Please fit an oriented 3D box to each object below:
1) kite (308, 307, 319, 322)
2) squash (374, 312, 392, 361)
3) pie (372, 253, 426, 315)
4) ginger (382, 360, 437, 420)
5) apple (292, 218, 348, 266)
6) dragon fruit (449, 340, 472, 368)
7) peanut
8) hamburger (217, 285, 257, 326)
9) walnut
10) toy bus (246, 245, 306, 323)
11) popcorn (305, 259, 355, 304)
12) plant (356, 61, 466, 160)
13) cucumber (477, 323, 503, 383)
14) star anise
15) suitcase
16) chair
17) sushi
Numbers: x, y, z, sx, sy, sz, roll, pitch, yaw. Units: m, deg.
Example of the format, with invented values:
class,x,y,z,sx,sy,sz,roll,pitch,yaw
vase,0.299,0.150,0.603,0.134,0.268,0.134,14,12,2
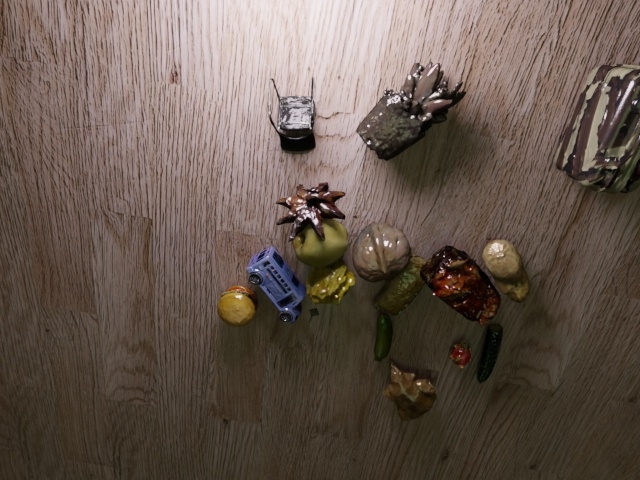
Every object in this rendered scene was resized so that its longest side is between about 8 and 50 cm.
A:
class,x,y,z,sx,sy,sz,roll,pitch,yaw
kite,-0.028,0.310,1.772,0.044,0.002,0.078,5,115,2
squash,0.257,0.398,1.751,0.069,0.069,0.258,2,122,4
pie,0.314,0.184,1.651,0.128,0.068,0.283,27,118,-11
ginger,0.373,0.634,1.828,0.218,0.123,0.270,-23,112,17
apple,0.000,0.000,1.521,0.199,0.200,0.200,2,116,4
dragon fruit,0.577,0.461,1.755,0.086,0.081,0.116,22,116,5
peanut,0.674,0.112,1.549,0.122,0.137,0.253,-26,114,17
hamburger,-0.330,0.262,1.710,0.161,0.115,0.162,2,113,4
walnut,0.211,0.043,1.506,0.223,0.224,0.225,2,116,4
toy bus,-0.151,0.172,1.649,0.133,0.125,0.292,-30,108,17
popcorn,0.038,0.163,1.603,0.197,0.198,0.155,-38,109,20
plant,0.269,-0.395,1.306,0.181,0.194,0.320,39,115,-18
cucumber,0.692,0.475,1.762,0.067,0.068,0.294,3,116,3
star anise,-0.039,-0.115,1.431,0.271,0.272,0.103,-7,144,8
suitcase,0.855,-0.307,1.219,0.193,0.339,0.352,11,115,0
chair,-0.080,-0.400,1.385,0.140,0.221,0.146,1,73,5
sushi,0.509,0.152,1.533,0.343,0.182,0.196,36,98,-28
